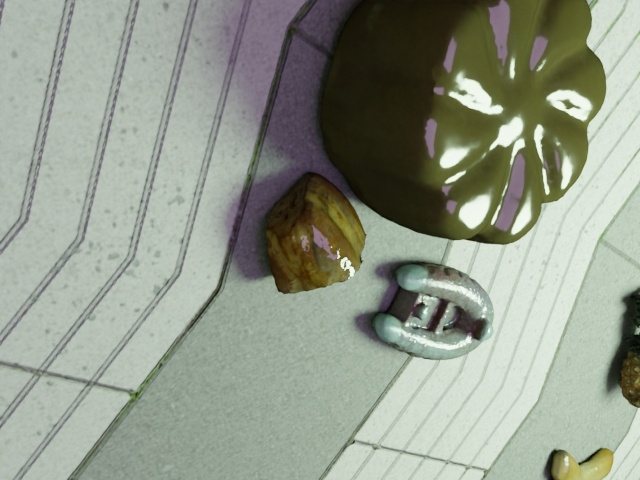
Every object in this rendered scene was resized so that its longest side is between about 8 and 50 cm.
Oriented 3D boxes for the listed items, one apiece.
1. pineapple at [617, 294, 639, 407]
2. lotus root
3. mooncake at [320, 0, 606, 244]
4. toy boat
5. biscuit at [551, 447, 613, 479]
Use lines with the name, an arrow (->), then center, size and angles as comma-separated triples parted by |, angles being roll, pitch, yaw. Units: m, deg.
pineapple -> 0.685, 0.224, 1.539 | 0.128, 0.128, 0.248 | -18, 114, -28
lotus root -> -0.003, -0.003, 0.974 | 0.159, 0.095, 0.135 | -44, 125, -19
mooncake -> 0.200, -0.177, 0.972 | 0.378, 0.201, 0.378 | -15, 117, -31
toy boat -> 0.192, 0.120, 1.166 | 0.227, 0.085, 0.155 | 19, 97, -39
biscuit -> 0.555, 0.532, 1.622 | 0.208, 0.047, 0.164 | 13, 103, -38
